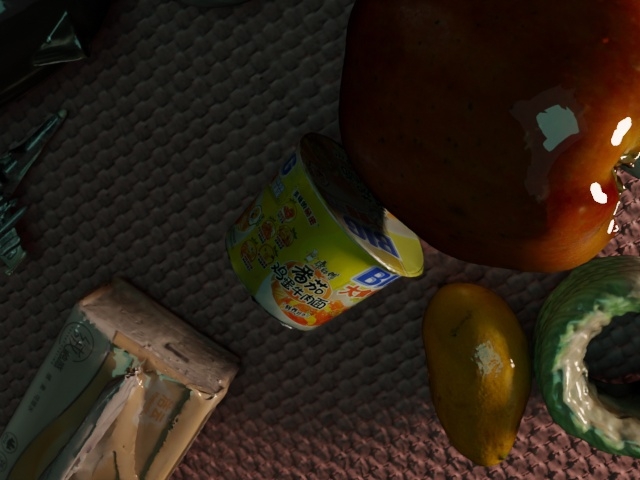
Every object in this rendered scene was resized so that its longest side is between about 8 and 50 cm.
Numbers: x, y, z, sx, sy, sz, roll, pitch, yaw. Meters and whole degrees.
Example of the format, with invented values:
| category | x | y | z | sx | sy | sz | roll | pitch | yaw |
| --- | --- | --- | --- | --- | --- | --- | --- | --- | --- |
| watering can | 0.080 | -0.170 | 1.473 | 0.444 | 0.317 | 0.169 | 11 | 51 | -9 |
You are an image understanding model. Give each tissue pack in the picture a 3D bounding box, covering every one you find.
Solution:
| category | x | y | z | sx | sy | sz | roll | pitch | yaw |
| --- | --- | --- | --- | --- | --- | --- | --- | --- | --- |
| tissue pack | -0.277 | 0.240 | 1.042 | 0.239 | 0.238 | 0.305 | 34 | 104 | 2 |

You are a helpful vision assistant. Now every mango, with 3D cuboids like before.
| category | x | y | z | sx | sy | sz | roll | pitch | yaw |
| --- | --- | --- | --- | --- | --- | --- | --- | --- | --- |
| mango | 0.182 | 0.160 | 0.987 | 0.109 | 0.147 | 0.227 | -17 | 102 | -31 |

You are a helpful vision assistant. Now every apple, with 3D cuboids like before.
| category | x | y | z | sx | sy | sz | roll | pitch | yaw |
| --- | --- | --- | --- | --- | --- | --- | --- | --- | --- |
| apple | 0.178 | -0.150 | 0.847 | 0.295 | 0.365 | 0.328 | -25 | 134 | -19 |

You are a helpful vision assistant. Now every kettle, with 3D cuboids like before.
| category | x | y | z | sx | sy | sz | roll | pitch | yaw |
| --- | --- | --- | --- | --- | --- | --- | --- | --- | --- |
| kettle | -0.371 | -0.277 | 0.998 | 0.271 | 0.250 | 0.207 | -21 | 126 | 7 |

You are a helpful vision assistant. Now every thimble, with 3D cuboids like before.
| category | x | y | z | sx | sy | sz | roll | pitch | yaw |
| --- | --- | --- | --- | --- | --- | --- | --- | --- | --- |
| thimble | 0.349 | 0.127 | 0.945 | 0.219 | 0.150 | 0.219 | 2 | 101 | 11 |

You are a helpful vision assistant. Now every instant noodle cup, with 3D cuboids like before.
| category | x | y | z | sx | sy | sz | roll | pitch | yaw |
| --- | --- | --- | --- | --- | --- | --- | --- | --- | --- |
| instant noodle cup | 0.000 | 0.000 | 0.972 | 0.153 | 0.205 | 0.205 | -41 | 91 | 25 |

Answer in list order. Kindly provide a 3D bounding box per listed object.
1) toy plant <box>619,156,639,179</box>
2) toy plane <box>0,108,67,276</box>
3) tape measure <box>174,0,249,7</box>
| category | x | y | z | sx | sy | sz | roll | pitch | yaw |
| --- | --- | --- | --- | --- | --- | --- | --- | --- | --- |
| toy plant | 0.435 | -0.183 | 0.849 | 0.332 | 0.247 | 0.247 | -38 | 92 | 21 |
| toy plane | -0.418 | -0.071 | 1.077 | 0.192 | 0.088 | 0.262 | 44 | 104 | 1 |
| tape measure | -0.137 | -0.393 | 0.936 | 0.275 | 0.147 | 0.256 | 19 | 104 | 7 |
